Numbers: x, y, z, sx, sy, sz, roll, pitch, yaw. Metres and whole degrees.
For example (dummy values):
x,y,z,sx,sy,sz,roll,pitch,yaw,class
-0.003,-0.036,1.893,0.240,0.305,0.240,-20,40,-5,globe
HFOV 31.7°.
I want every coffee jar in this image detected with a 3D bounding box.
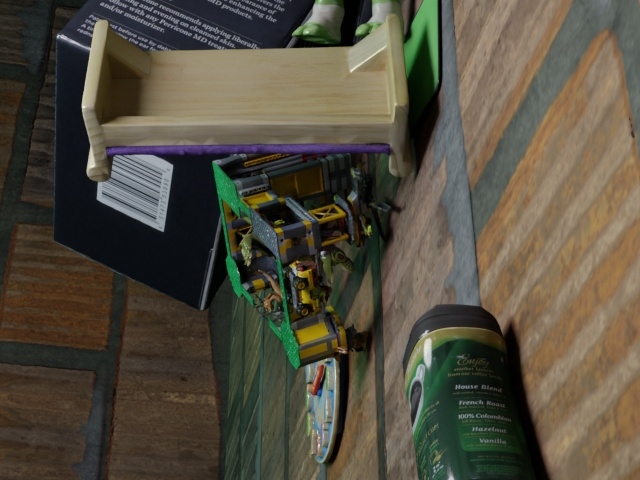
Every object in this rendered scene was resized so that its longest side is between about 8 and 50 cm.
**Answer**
x,y,z,sx,sy,sz,roll,pitch,yaw,class
0.111,0.140,0.867,0.184,0.079,0.096,-95,11,-45,coffee jar

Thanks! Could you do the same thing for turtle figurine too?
x,y,z,sx,sy,sz,roll,pitch,yaw,class
0.030,-0.377,1.332,0.275,0.198,0.266,-172,86,-84,turtle figurine

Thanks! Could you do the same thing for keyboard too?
x,y,z,sx,sy,sz,roll,pitch,yaw,class
0.061,-0.297,1.628,0.108,0.023,0.180,-86,7,-55,keyboard

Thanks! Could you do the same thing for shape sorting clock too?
x,y,z,sx,sy,sz,roll,pitch,yaw,class
0.001,0.212,1.597,0.206,0.040,0.206,-174,90,-81,shape sorting clock

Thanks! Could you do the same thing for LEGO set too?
x,y,z,sx,sy,sz,roll,pitch,yaw,class
0.000,0.000,1.468,0.331,0.192,0.254,-146,42,-64,LEGO set

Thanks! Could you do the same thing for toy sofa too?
x,y,z,sx,sy,sz,roll,pitch,yaw,class
-0.079,-0.141,1.279,0.177,0.363,0.150,91,178,-51,toy sofa

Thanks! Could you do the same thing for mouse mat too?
x,y,z,sx,sy,sz,roll,pitch,yaw,class
0.111,-0.197,1.307,0.189,0.007,0.152,120,155,-65,mouse mat

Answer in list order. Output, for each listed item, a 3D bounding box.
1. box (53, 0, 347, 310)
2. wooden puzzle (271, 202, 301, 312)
x,y,z,sx,sy,sz,roll,pitch,yaw,class
-0.183,-0.237,1.793,0.471,0.297,0.480,-60,-7,-38,box
-0.077,-0.010,2.187,0.238,0.044,0.221,-97,16,-55,wooden puzzle
